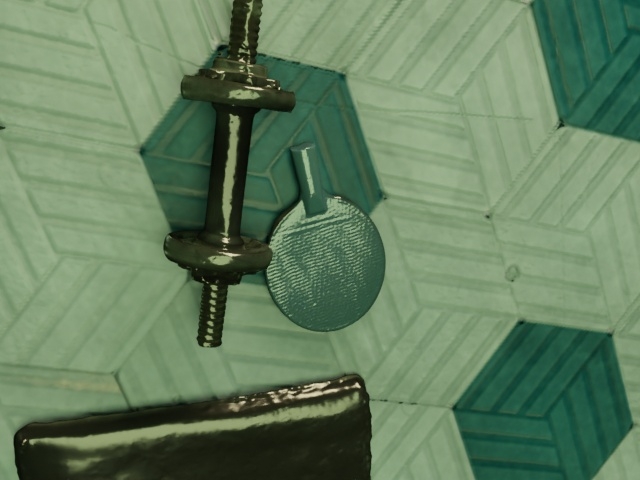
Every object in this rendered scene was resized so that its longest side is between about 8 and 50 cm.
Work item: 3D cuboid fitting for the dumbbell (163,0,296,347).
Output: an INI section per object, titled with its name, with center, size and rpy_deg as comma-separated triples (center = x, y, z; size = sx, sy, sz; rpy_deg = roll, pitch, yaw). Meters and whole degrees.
[dumbbell]
center = -0.065, -0.047, 0.524
size = 0.082, 0.081, 0.254
rpy_deg = 5, 101, -16

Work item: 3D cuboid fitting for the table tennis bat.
[table tennis bat]
center = 0.000, 0.000, 0.585
size = 0.100, 0.019, 0.155
rpy_deg = -16, 107, -11

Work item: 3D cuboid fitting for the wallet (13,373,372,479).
[wallet]
center = -0.091, 0.196, 0.597
size = 0.285, 0.030, 0.146
rpy_deg = -6, 100, -13
